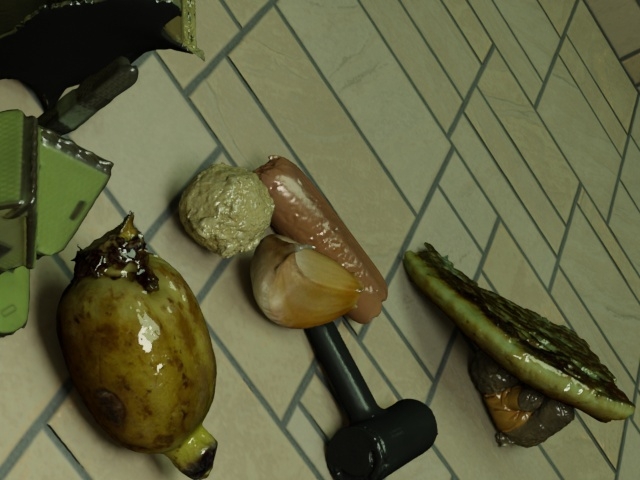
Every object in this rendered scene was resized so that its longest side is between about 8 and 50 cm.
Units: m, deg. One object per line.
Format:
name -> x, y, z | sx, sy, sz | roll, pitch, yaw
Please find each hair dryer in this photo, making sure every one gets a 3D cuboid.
hair dryer -> 0.053, 0.210, 1.900 | 0.197, 0.089, 0.251 | -12, 72, -59

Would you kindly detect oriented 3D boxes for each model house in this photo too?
model house -> -0.293, -0.062, 1.363 | 0.205, 0.278, 0.218 | 29, 43, -43

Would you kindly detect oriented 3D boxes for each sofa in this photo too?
sofa -> -0.274, -0.295, 1.592 | 0.182, 0.258, 0.200 | 47, 32, -52

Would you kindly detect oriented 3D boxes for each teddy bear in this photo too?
teddy bear -> 0.325, 0.253, 2.255 | 0.190, 0.140, 0.177 | 58, 5, 5

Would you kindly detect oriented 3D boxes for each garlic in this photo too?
garlic -> -0.041, 0.056, 1.829 | 0.128, 0.115, 0.206 | 30, -1, 31

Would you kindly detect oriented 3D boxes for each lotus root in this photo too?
lotus root -> -0.200, 0.128, 1.500 | 0.169, 0.141, 0.314 | -34, 106, -57

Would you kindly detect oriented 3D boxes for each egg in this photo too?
egg -> -0.123, -0.039, 1.769 | 0.140, 0.116, 0.118 | -6, 52, -44

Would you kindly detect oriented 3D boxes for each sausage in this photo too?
sausage -> 0.000, -0.001, 1.963 | 0.289, 0.086, 0.086 | 51, 32, -20

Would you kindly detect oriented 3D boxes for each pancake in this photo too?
pancake -> 0.312, 0.149, 2.218 | 0.426, 0.067, 0.305 | 30, 15, -5
